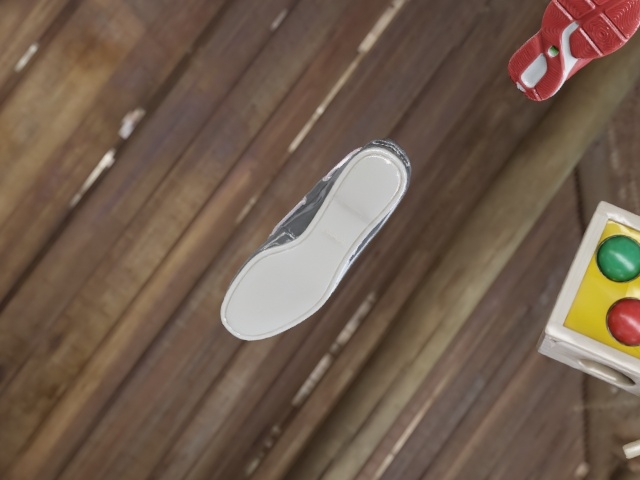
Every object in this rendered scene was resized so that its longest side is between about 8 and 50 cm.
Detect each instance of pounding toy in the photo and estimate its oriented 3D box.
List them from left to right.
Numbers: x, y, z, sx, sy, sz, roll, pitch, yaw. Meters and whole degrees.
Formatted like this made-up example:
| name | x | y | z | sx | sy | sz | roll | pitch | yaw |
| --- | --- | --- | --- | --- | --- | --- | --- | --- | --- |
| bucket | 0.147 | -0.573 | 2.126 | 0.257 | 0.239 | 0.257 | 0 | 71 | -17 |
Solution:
| name | x | y | z | sx | sy | sz | roll | pitch | yaw |
| --- | --- | --- | --- | --- | --- | --- | --- | --- | --- |
| pounding toy | 0.294 | 0.094 | 1.105 | 0.206 | 0.181 | 0.094 | 24 | 167 | 10 |

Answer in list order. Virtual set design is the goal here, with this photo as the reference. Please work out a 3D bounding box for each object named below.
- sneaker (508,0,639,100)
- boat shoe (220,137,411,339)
| name | x | y | z | sx | sy | sz | roll | pitch | yaw |
| --- | --- | --- | --- | --- | --- | --- | --- | --- | --- |
| sneaker | 0.300 | -0.247 | 1.424 | 0.087 | 0.128 | 0.221 | 50 | 147 | -4 |
| boat shoe | 0.000 | 0.000 | 1.711 | 0.112 | 0.335 | 0.095 | 41 | -160 | -4 |
